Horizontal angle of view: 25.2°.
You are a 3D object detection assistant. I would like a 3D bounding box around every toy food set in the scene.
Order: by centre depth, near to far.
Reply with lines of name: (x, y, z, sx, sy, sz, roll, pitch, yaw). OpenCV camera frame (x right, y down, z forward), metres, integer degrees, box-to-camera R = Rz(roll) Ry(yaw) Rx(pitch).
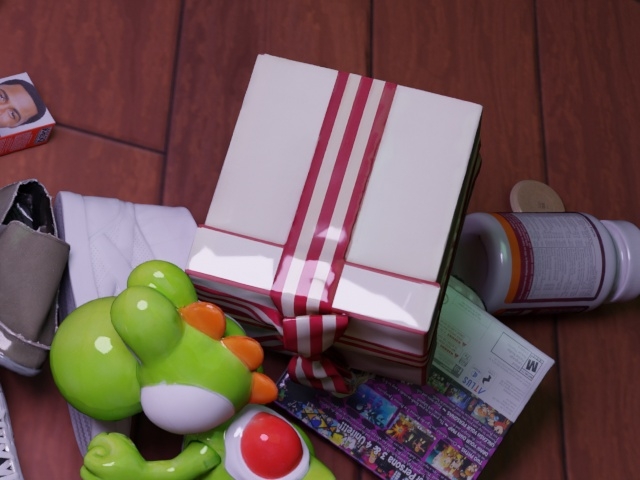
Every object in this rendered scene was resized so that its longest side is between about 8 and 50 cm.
toy food set: (0.271, -0.038, 1.783, 0.082, 0.020, 0.083, -2, 61, -28)

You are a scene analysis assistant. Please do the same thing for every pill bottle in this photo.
pill bottle: (0.268, 0.026, 1.676, 0.221, 0.121, 0.121, -1, 61, -28)

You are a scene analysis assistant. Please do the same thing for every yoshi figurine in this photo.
yoshi figurine: (-0.122, 0.170, 1.303, 0.203, 0.362, 0.203, -26, 31, -3)

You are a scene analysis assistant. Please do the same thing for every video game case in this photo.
video game case: (0.095, 0.146, 1.505, 0.232, 0.042, 0.210, 35, 81, -3)

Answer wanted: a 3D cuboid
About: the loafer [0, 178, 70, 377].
loafer: (-0.289, 0.024, 1.356, 0.094, 0.087, 0.251, 29, 26, -35)

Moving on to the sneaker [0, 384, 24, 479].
sneaker: (-0.316, 0.180, 1.303, 0.085, 0.086, 0.237, -15, 70, -34)

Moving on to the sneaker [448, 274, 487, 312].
sneaker: (0.056, 0.055, 1.567, 0.271, 0.100, 0.108, 30, 57, -8)

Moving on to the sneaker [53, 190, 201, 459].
sneaker: (-0.172, 0.080, 1.426, 0.169, 0.108, 0.292, 3, 58, -22)

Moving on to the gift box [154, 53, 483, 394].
gift box: (0.000, 0.000, 1.374, 0.276, 0.255, 0.258, 11, 73, 12)

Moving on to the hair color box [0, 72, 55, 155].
hair color box: (-0.358, -0.123, 1.496, 0.141, 0.043, 0.072, -21, 71, -36)
